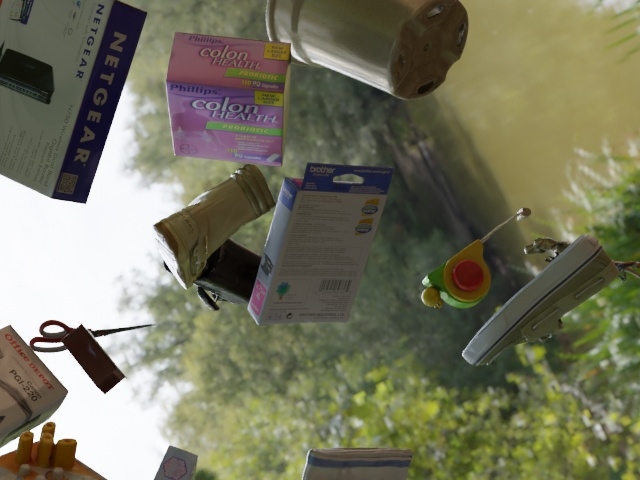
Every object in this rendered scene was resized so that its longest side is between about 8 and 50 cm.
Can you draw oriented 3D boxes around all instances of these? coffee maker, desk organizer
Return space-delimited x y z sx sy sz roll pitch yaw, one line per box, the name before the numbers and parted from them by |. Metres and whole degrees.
coffee maker | -0.174 0.041 2.090 0.178 0.171 0.120 33 -140 -58
desk organizer | -0.415 0.216 2.075 0.130 0.050 0.047 44 169 30

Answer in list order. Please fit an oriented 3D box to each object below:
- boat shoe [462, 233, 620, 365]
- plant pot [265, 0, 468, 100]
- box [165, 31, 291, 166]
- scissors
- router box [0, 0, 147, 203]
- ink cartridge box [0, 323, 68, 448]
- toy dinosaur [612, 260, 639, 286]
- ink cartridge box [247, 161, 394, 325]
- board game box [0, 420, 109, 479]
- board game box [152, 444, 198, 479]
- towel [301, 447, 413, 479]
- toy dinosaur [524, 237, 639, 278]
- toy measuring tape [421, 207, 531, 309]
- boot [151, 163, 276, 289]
boat shoe | 0.369 0.119 1.912 0.094 0.302 0.109 47 -165 6
plant pot | 0.114 -0.443 2.278 0.305 0.334 0.334 37 168 34
box | -0.167 -0.259 2.118 0.243 0.213 0.117 96 180 -60
scissors | -0.552 0.231 2.748 0.109 0.297 0.021 -64 37 34
router box | -0.464 -0.266 1.889 0.301 0.335 0.082 22 -173 33
ink cartridge box | -0.530 0.246 1.784 0.158 0.092 0.218 47 -149 9
toy dinosaur | 0.556 0.048 2.130 0.090 0.082 0.047 59 174 2
ink cartridge box | 0.000 0.000 1.959 0.065 0.186 0.311 48 128 47
board game box | -0.333 0.359 1.301 0.390 0.050 0.390 25 -158 30
board game box | -0.334 0.602 2.219 0.318 0.066 0.318 106 -174 -57
towel | 0.046 0.481 1.904 0.034 0.209 0.285 20 101 58
toy dinosaur | 0.535 0.048 2.329 0.118 0.268 0.064 -30 -45 -54
toy measuring tape | 0.360 0.056 2.494 0.121 0.330 0.121 47 159 24
boot | -0.172 -0.025 1.877 0.095 0.203 0.262 51 168 12
